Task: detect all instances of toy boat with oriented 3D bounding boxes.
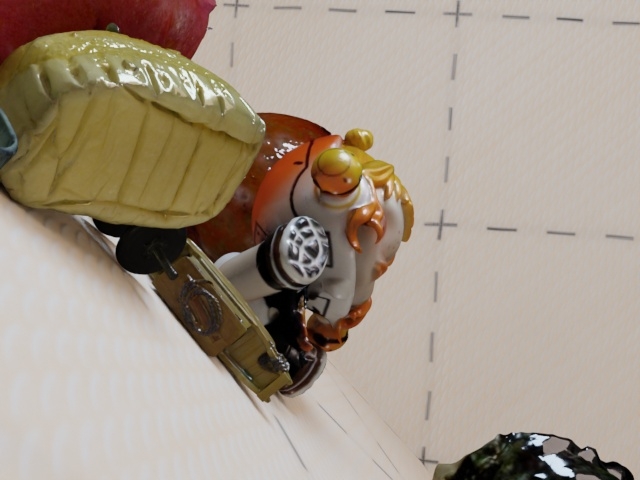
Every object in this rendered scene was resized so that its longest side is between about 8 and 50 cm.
[{"bbox_3d":[-0.104,0.074,0.855,0.200,0.057,0.077,51,4,1],"label":"toy boat"}]

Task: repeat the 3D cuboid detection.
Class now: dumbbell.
[{"bbox_3d":[-0.166,-0.013,0.790,0.147,0.069,0.069,49,-1,35],"label":"dumbbell"}]

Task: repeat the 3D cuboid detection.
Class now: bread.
[{"bbox_3d":[-0.157,-0.089,0.690,0.106,0.140,0.236,46,22,30],"label":"bread"}]

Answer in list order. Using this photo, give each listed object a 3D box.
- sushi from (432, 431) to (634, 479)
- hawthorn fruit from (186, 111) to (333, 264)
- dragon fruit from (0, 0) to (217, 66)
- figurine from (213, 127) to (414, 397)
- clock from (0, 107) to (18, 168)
[{"bbox_3d":[0.173,0.286,0.569,0.350,0.211,0.171,57,-10,-33],"label":"sushi"},{"bbox_3d":[-0.073,-0.061,1.328,0.316,0.316,0.316,50,-1,2],"label":"hawthorn fruit"},{"bbox_3d":[-0.236,-0.253,0.772,0.290,0.290,0.189,50,5,6],"label":"dragon fruit"},{"bbox_3d":[-0.005,0.000,1.066,0.196,0.323,0.320,20,-46,16],"label":"figurine"},{"bbox_3d":[-0.257,-0.117,0.464,0.226,0.049,0.226,49,-1,1],"label":"clock"}]
